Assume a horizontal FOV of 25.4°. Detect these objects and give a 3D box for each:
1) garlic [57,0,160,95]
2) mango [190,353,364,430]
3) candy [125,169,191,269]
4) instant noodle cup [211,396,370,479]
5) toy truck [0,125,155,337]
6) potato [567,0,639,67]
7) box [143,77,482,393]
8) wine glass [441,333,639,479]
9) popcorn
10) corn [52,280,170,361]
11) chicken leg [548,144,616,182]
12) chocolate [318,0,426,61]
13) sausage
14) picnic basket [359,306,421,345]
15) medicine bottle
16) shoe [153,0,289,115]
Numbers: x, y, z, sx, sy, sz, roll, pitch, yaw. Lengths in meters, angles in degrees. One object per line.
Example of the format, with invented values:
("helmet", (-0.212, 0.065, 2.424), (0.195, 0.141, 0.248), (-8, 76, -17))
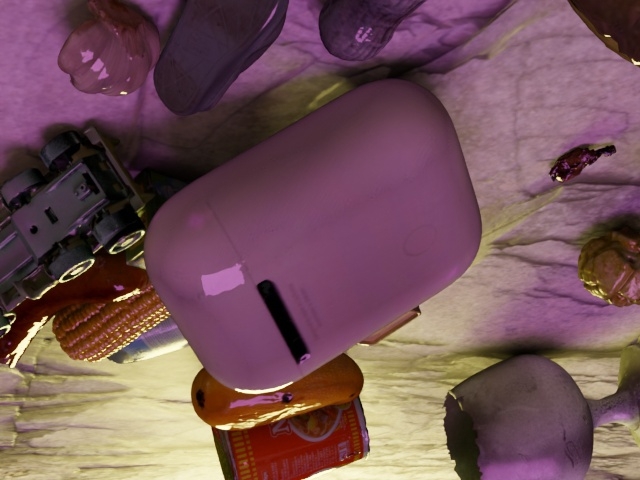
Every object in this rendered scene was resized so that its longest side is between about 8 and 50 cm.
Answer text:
("garlic", (-0.193, -0.167, 1.283), (0.113, 0.074, 0.094), (-1, 145, -51))
("mango", (-0.057, 0.195, 1.975), (0.262, 0.109, 0.157), (-8, 161, -29))
("candy", (-0.130, -0.004, 1.586), (0.194, 0.097, 0.062), (18, 140, -41))
("instant noodle cup", (-0.044, 0.289, 2.100), (0.212, 0.193, 0.193), (-13, 153, -12))
("toy truck", (-0.288, 0.003, 1.491), (0.259, 0.128, 0.135), (-37, 171, 13))
("potato", (0.389, -0.266, 0.978), (0.442, 0.386, 0.319), (-13, 166, 29))
("box", (0.001, 0.001, 1.487), (0.349, 0.141, 0.289), (-31, 141, -5))
("wine glass", (0.359, 0.275, 2.154), (0.322, 0.238, 0.238), (-13, 154, -13))
("popcorn", (0.396, 0.029, 1.836), (0.120, 0.116, 0.106), (20, 130, 30))
("corn", (-0.220, 0.063, 1.688), (0.244, 0.093, 0.093), (-33, 145, 28))
("chicken leg", (0.302, -0.093, 1.651), (0.083, 0.021, 0.036), (-31, 136, 27))
("chocolate", (0.054, -0.221, 1.270), (0.072, 0.072, 0.167), (7, 150, -29))
("sausage", (-0.308, 0.060, 1.639), (0.302, 0.103, 0.076), (-29, 175, 40))
("picnic basket", (0.036, 0.069, 1.800), (0.164, 0.080, 0.115), (14, 145, -38))
("medicine bottle", (-0.182, 0.105, 1.822), (0.208, 0.054, 0.090), (-18, 150, 11))
("shoe", (-0.082, -0.192, 1.297), (0.078, 0.079, 0.195), (-33, 169, -51))
